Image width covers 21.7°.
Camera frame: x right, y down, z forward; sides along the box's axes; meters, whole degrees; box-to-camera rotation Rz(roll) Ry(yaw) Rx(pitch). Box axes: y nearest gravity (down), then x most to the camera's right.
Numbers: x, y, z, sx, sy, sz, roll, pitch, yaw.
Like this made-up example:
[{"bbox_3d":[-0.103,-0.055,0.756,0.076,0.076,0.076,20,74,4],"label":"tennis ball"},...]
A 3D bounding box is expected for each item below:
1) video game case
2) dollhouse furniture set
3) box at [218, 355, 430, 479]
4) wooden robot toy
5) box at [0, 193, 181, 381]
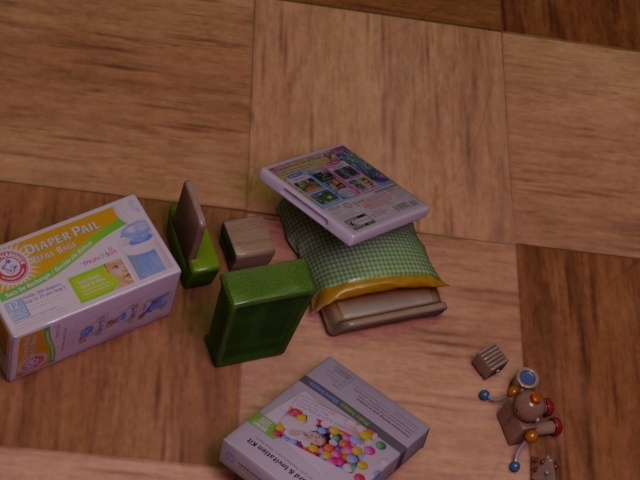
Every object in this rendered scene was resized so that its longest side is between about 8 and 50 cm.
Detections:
[{"bbox_3d":[0.028,-0.055,1.913,0.143,0.019,0.157,37,32,24],"label":"video game case"},{"bbox_3d":[0.000,0.000,1.885,0.301,0.151,0.198,-10,61,-20],"label":"dollhouse furniture set"},{"bbox_3d":[0.005,0.217,1.782,0.145,0.038,0.186,34,45,22],"label":"box"},{"bbox_3d":[0.235,0.183,1.872,0.076,0.079,0.173,-11,62,-20],"label":"wooden robot toy"},{"bbox_3d":[-0.271,0.051,1.815,0.203,0.103,0.114,-23,67,-26],"label":"box"}]
